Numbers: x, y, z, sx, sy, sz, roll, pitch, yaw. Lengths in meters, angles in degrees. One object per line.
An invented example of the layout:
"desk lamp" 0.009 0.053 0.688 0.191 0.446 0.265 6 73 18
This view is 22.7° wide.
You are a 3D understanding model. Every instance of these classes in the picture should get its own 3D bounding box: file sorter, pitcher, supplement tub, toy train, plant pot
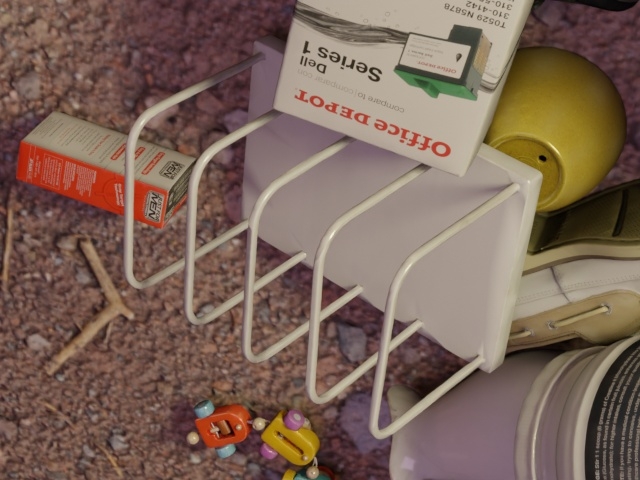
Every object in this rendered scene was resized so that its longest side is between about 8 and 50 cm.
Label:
"file sorter" 0.000 0.000 1.261 0.278 0.173 0.193 30 133 28
"pitcher" 0.153 0.186 1.366 0.207 0.178 0.125 -16 140 32
"supplement tub" 0.298 0.163 1.175 0.272 0.191 0.191 -4 120 48
"toy train" -0.046 0.211 1.538 0.125 0.046 0.166 -21 107 29
"plant pot" 0.170 -0.074 1.267 0.134 0.095 0.134 9 122 15

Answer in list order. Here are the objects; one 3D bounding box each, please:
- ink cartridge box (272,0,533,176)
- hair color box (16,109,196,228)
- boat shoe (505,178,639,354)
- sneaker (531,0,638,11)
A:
"ink cartridge box" 0.068 -0.173 1.142 0.160 0.092 0.219 20 130 7
"hair color box" -0.189 -0.064 1.413 0.141 0.072 0.043 19 122 9
"boat shoe" 0.236 0.024 1.298 0.302 0.113 0.103 -10 116 36
"sneaker" 0.132 -0.198 1.218 0.227 0.087 0.130 19 125 12
